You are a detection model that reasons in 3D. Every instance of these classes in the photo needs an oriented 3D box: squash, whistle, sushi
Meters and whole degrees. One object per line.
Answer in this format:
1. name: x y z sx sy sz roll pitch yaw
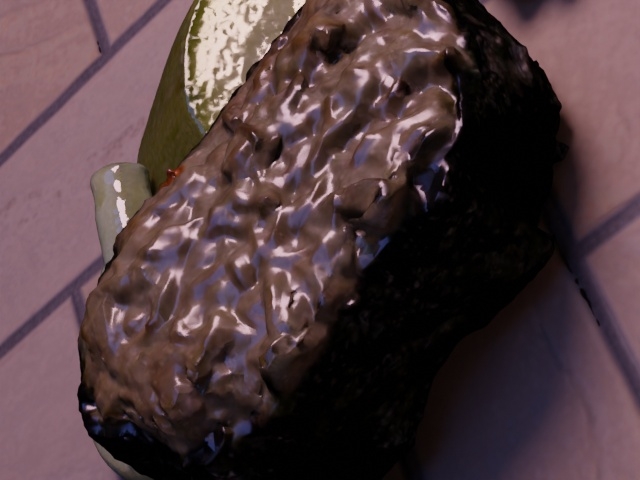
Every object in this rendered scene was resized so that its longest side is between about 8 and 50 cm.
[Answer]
1. squash: -0.043 -0.108 1.154 0.204 0.155 0.237 2 71 4
2. whistle: -0.122 0.065 1.115 0.126 0.067 0.258 -29 62 34
3. sushi: 0.000 0.000 0.942 0.211 0.171 0.350 34 89 35
